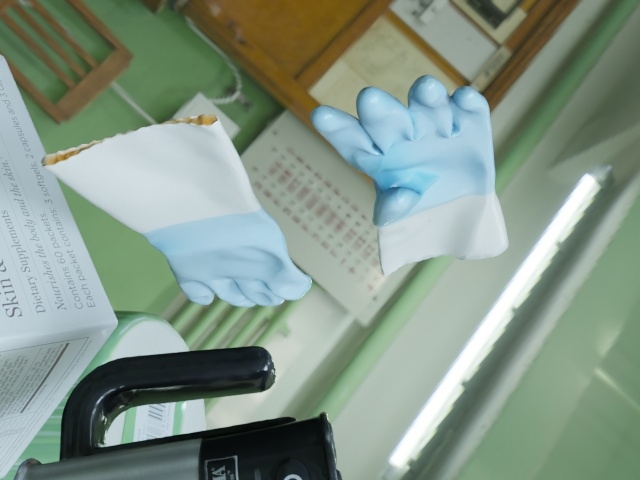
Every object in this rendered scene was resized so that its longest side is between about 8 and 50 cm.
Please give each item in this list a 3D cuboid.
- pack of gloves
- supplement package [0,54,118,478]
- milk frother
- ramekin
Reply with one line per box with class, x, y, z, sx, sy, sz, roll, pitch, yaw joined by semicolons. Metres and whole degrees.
pack of gloves;0.000;0.000;0.508;0.195;0.046;0.232;-14;156;8
supplement package;-0.293;0.031;0.525;0.262;0.199;0.198;-6;149;-43
milk frother;-0.055;0.133;0.454;0.129;0.134;0.143;-99;-178;-50
ramekin;-0.250;0.219;1.106;0.148;0.304;0.303;-5;-160;18
